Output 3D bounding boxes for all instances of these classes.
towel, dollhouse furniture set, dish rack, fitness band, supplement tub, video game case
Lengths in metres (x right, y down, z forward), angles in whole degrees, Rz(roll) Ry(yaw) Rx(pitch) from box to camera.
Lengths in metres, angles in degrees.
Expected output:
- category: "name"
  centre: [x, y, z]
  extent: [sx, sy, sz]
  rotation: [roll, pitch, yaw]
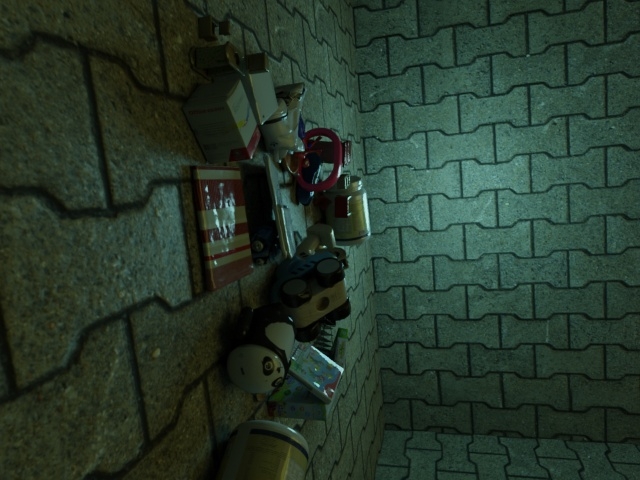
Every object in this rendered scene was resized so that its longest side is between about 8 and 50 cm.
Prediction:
- category: "towel"
  centre: [-0.273, -0.042, 1.266]
  extent: [0.237, 0.037, 0.329]
  rotation: [-23, 108, -71]
- category: "dollhouse furniture set"
  centre: [-0.241, -0.528, 1.190]
  extent: [0.101, 0.182, 0.160]
  rotation: [3, 85, -74]
- category: "dish rack"
  centre: [0.012, 0.478, 2.107]
  extent: [0.208, 0.074, 0.271]
  rotation: [49, 41, -64]
- category: "fitness band"
  centre: [-0.012, -0.347, 1.923]
  extent: [0.054, 0.209, 0.290]
  rotation: [48, 41, -64]
- category: "supplement tub"
  centre: [-0.166, 0.655, 1.153]
  extent: [0.316, 0.228, 0.228]
  rotation: [-74, 155, -49]
- category: "video game case"
  centre: [-0.058, 0.423, 1.581]
  extent: [0.025, 0.285, 0.204]
  rotation: [-54, 177, 21]
- category: "supplement tub"
  centre: [0.135, -0.155, 2.364]
  extent: [0.235, 0.235, 0.324]
  rotation: [-56, 140, -65]
- category: "dollhouse furniture set"
  centre: [0.036, -0.290, 2.135]
  extent: [0.152, 0.201, 0.374]
  rotation: [-48, 139, -69]

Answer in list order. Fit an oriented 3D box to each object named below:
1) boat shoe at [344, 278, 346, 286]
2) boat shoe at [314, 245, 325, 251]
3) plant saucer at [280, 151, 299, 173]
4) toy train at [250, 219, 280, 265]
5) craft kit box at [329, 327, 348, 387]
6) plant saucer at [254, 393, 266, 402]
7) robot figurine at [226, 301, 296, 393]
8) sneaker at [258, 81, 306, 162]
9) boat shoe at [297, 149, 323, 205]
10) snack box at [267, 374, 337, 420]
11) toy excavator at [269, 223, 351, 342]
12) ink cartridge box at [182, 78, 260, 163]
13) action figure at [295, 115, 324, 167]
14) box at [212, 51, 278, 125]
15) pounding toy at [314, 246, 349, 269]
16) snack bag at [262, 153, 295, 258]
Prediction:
- category: "boat shoe"
  centre: [0.061, 0.180, 2.335]
  extent: [0.258, 0.095, 0.084]
  rotation: [68, 26, -24]
- category: "boat shoe"
  centre: [0.000, 0.000, 2.196]
  extent: [0.059, 0.063, 0.170]
  rotation: [67, 22, -15]
- category: "plant saucer"
  centre: [-0.132, -0.368, 1.821]
  extent: [0.200, 0.037, 0.200]
  rotation: [-3, 90, -75]
- category: "toy train"
  centre: [-0.184, 0.008, 1.489]
  extent: [0.184, 0.080, 0.105]
  rotation: [-71, 149, -61]
- category: "craft kit box"
  centre: [0.076, 0.591, 2.198]
  extent: [0.250, 0.061, 0.246]
  rotation: [103, -4, -50]
- category: "plant saucer"
  centre: [-0.197, 0.483, 1.467]
  extent: [0.083, 0.015, 0.083]
  rotation: [-3, 90, -74]
- category: "robot figurine"
  centre: [-0.164, 0.308, 1.319]
  extent: [0.173, 0.209, 0.278]
  rotation: [-60, -172, 37]
- category: "sneaker"
  centre: [-0.129, -0.441, 1.666]
  extent: [0.366, 0.137, 0.210]
  rotation: [-64, 146, -51]
- category: "boat shoe"
  centre: [-0.056, -0.276, 2.003]
  extent: [0.089, 0.109, 0.258]
  rotation: [63, 44, -70]
- category: "snack box"
  centre: [-0.059, 0.550, 1.593]
  extent: [0.174, 0.207, 0.070]
  rotation: [-47, 135, -70]
- category: "toy excavator"
  centre: [-0.044, 0.111, 1.747]
  extent: [0.433, 0.445, 0.222]
  rotation: [-29, 127, -23]
- category: "ink cartridge box"
  centre: [-0.256, -0.315, 1.198]
  extent: [0.127, 0.128, 0.176]
  rotation: [-78, 159, -43]
- category: "action figure"
  centre: [-0.045, -0.440, 1.840]
  extent: [0.091, 0.139, 0.280]
  rotation: [-40, 128, -70]
- category: "box"
  centre: [-0.223, -0.454, 1.362]
  extent: [0.182, 0.119, 0.181]
  rotation: [-68, 151, -57]
- category: "pounding toy"
  centre: [0.048, 0.132, 2.066]
  extent: [0.269, 0.154, 0.154]
  rotation: [-55, 142, -38]
- category: "snack bag"
  centre: [-0.134, -0.111, 1.565]
  extent: [0.323, 0.037, 0.342]
  rotation: [-68, 147, -89]
